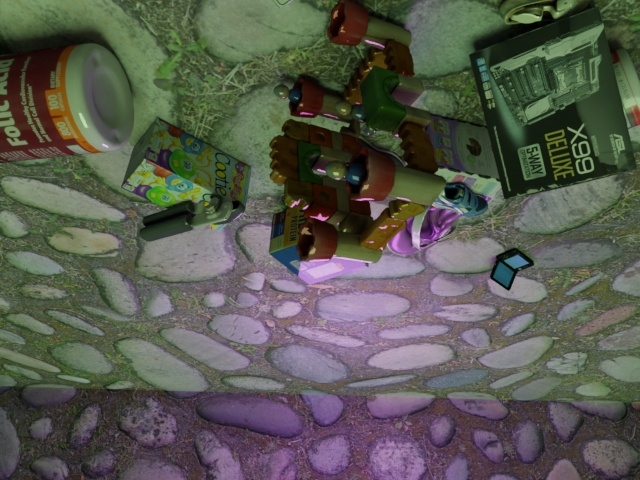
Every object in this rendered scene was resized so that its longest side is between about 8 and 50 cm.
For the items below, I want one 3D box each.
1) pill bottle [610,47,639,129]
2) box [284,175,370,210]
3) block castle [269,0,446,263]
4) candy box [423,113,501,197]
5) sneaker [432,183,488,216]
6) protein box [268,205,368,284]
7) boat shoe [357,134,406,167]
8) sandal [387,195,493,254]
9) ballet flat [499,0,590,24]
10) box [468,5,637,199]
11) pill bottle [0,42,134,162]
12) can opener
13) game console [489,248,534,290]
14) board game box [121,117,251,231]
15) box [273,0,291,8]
[{"bbox_3d":[0.525,-0.270,1.176,0.283,0.161,0.161,-21,139,31],"label":"pill bottle"},{"bbox_3d":[0.009,-0.064,1.602,0.233,0.058,0.322,5,144,-4],"label":"box"},{"bbox_3d":[0.042,-0.202,1.059,0.213,0.453,0.303,9,147,-23],"label":"block castle"},{"bbox_3d":[0.322,-0.199,1.289,0.196,0.164,0.070,11,146,-11],"label":"candy box"},{"bbox_3d":[0.320,-0.093,1.252,0.144,0.053,0.059,10,153,-13],"label":"sneaker"},{"bbox_3d":[0.000,0.000,1.526,0.201,0.135,0.200,-20,139,28],"label":"protein box"},{"bbox_3d":[0.135,-0.196,1.393,0.206,0.064,0.075,26,139,-30],"label":"boat shoe"},{"bbox_3d":[0.322,-0.048,1.565,0.169,0.102,0.416,18,143,-21],"label":"sandal"},{"bbox_3d":[0.425,-0.431,1.042,0.168,0.052,0.057,-4,143,9],"label":"ballet flat"},{"bbox_3d":[0.452,-0.256,1.081,0.243,0.307,0.076,-12,-177,30],"label":"box"},{"bbox_3d":[-0.628,-0.283,1.174,0.393,0.224,0.224,-4,145,9],"label":"pill bottle"},{"bbox_3d":[-0.325,-0.047,1.378,0.281,0.074,0.093,-11,144,21],"label":"can opener"},{"bbox_3d":[0.620,0.096,1.784,0.122,0.071,0.107,30,137,-35],"label":"game console"},{"bbox_3d":[-0.335,-0.160,1.407,0.275,0.142,0.144,26,139,-30],"label":"board game box"},{"bbox_3d":[-0.091,-0.543,0.881,0.169,0.087,0.290,-22,139,31],"label":"box"}]
